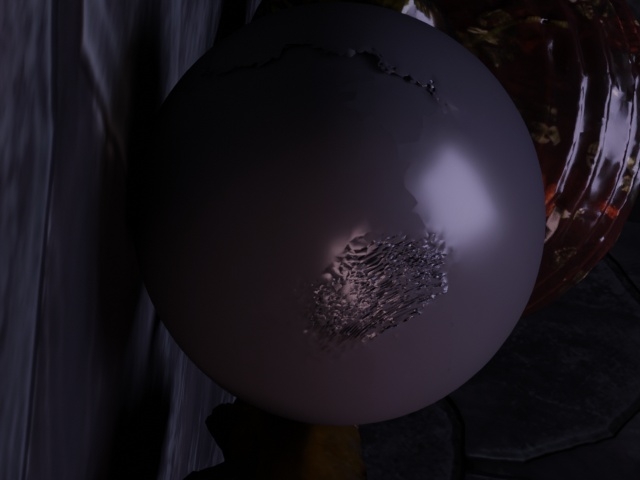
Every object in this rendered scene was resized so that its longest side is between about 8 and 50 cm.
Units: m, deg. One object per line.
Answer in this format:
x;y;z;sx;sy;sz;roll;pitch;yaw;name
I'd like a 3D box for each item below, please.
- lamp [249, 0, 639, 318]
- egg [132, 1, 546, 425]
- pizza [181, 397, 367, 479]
0.057;-0.068;0.998;0.247;0.247;0.247;8;90;-89;lamp
0.007;-0.010;0.669;0.198;0.146;0.146;88;10;-72;egg
-0.042;0.158;0.784;0.323;0.089;0.223;-123;-132;-84;pizza
